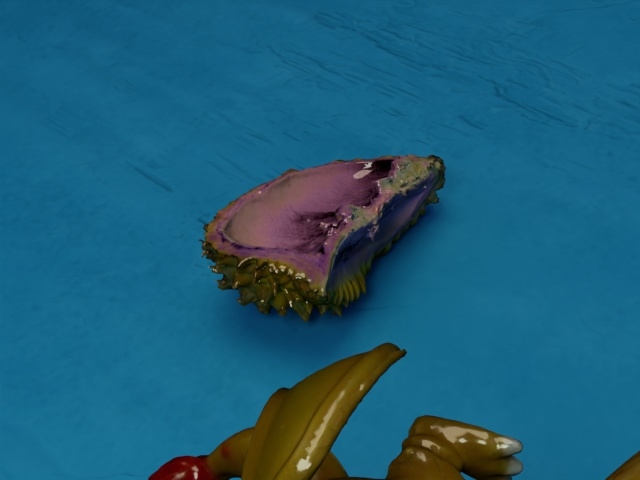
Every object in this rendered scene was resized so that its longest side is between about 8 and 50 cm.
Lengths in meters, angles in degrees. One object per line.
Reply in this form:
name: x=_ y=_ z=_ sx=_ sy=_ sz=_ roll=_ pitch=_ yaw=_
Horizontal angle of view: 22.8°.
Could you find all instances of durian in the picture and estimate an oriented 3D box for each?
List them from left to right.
durian: x=0.000 y=-0.001 z=1.617 sx=0.191 sy=0.112 sz=0.341 roll=-3 pitch=23 yaw=28

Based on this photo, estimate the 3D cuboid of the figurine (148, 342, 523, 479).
figurine: x=-0.031 y=0.293 z=1.025 sx=0.401 sy=0.268 sz=0.387 roll=-35 pitch=21 yaw=50

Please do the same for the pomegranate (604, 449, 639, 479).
pomegranate: x=0.313 y=0.277 z=0.887 sx=0.410 sy=0.410 sz=0.410 roll=-7 pitch=32 yaw=4
